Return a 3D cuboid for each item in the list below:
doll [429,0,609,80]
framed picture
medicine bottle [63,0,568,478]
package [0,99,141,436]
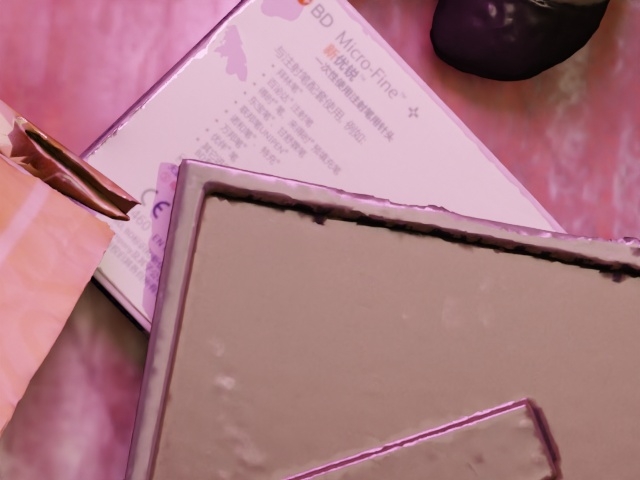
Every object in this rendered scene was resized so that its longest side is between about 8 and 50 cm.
[{"bbox_3d":[0.057,-0.178,0.749,0.234,0.143,0.135,28,62,-10],"label":"doll"},{"bbox_3d":[0.060,0.090,0.714,0.281,0.019,0.208,12,91,-6],"label":"framed picture"},{"bbox_3d":[0.000,0.000,0.748,0.201,0.052,0.171,45,79,-7],"label":"medicine bottle"},{"bbox_3d":[-0.227,-0.045,0.611,0.311,0.221,0.165,39,73,-8],"label":"package"}]
